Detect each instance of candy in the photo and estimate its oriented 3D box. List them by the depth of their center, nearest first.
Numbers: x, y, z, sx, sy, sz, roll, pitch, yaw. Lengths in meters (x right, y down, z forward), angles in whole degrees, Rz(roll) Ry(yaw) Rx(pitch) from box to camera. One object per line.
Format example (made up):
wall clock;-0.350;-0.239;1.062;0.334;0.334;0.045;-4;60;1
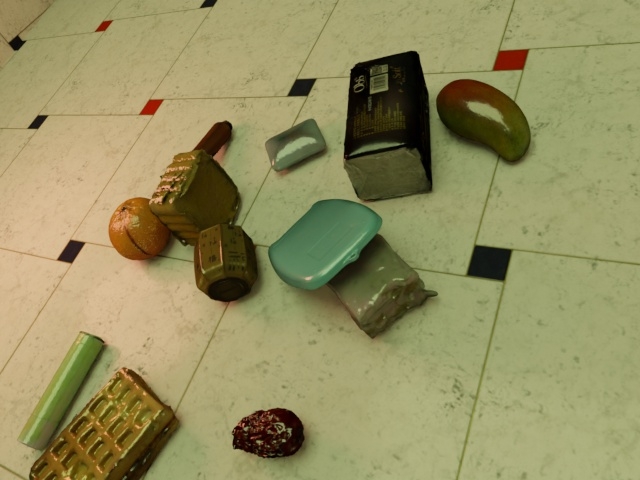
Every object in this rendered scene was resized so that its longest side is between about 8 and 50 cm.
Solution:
candy;0.122;0.093;1.178;0.185;0.137;0.195;-37;47;-2
candy;-0.078;-0.288;1.587;0.174;0.071;0.138;-25;50;6

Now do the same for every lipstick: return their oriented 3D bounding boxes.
lipstick;-0.673;0.385;1.389;0.076;0.076;0.304;7;61;29
lipstick;-0.384;-0.248;1.649;0.077;0.077;0.418;1;43;26

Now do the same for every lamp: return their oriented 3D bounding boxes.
lamp;-0.246;0.055;1.371;0.161;0.161;0.185;-21;48;11

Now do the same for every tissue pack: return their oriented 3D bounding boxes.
tissue pack;0.176;-0.310;1.399;0.210;0.198;0.369;-9;53;23

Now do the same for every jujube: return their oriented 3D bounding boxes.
jujube;-0.106;0.393;1.097;0.166;0.104;0.104;-5;55;32

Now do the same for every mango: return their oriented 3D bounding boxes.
mango;0.413;-0.317;1.343;0.146;0.129;0.289;-45;59;-12

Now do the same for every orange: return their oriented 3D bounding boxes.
orange;-0.535;-0.038;1.568;0.193;0.161;0.193;-17;55;25

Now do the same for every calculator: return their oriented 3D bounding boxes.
calculator;0.000;0.000;1.246;0.256;0.054;0.386;-44;24;-9

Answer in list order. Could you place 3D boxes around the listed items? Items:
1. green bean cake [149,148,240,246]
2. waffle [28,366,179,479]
green bean cake;-0.350;-0.115;1.493;0.131;0.229;0.224;-2;54;32
waffle;-0.496;0.479;1.224;0.224;0.098;0.327;27;70;35
